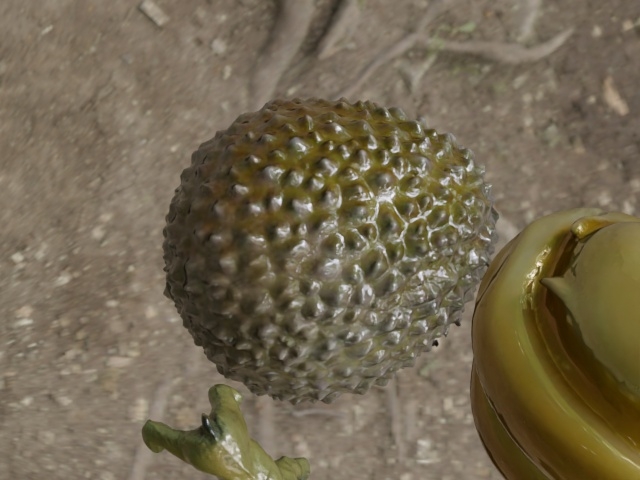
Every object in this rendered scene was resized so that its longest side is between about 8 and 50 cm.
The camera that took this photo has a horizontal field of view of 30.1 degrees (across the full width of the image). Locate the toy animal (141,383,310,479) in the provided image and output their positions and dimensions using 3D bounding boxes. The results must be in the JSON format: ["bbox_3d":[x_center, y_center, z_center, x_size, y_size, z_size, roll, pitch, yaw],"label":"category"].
[{"bbox_3d":[-0.065,0.233,1.186,0.103,0.101,0.218,-47,116,-13],"label":"toy animal"}]

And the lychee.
[{"bbox_3d":[0.000,0.000,1.444,0.432,0.380,0.380,-17,89,17],"label":"lychee"}]

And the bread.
[{"bbox_3d":[0.146,0.084,0.519,0.173,0.311,0.121,37,87,23],"label":"bread"}]
